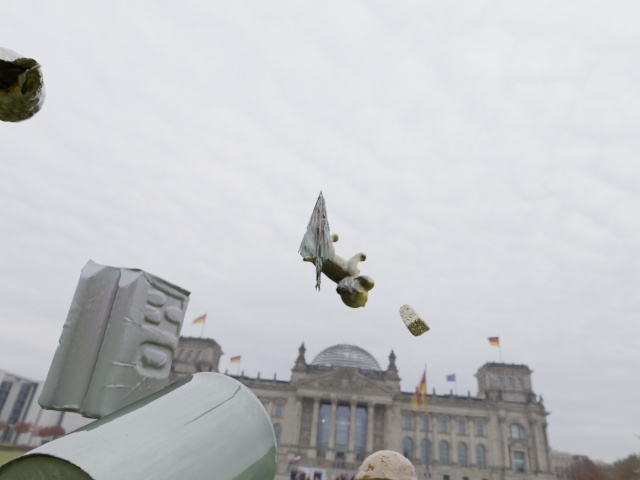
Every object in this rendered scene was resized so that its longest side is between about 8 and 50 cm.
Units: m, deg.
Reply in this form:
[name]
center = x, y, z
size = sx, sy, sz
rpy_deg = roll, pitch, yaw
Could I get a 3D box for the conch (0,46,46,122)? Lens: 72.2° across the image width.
[conch]
center = -0.598, -0.298, 0.826
size = 0.207, 0.130, 0.155
rpy_deg = -1, 4, 40

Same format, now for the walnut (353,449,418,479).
[walnut]
center = 0.162, 0.606, 1.076
size = 0.167, 0.167, 0.207
rpy_deg = 8, -34, -3

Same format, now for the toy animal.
[toy animal]
center = 0.071, 0.093, 1.333
size = 0.233, 0.169, 0.121
rpy_deg = 40, -49, 6

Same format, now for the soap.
[soap]
center = -0.609, 0.315, 1.365
size = 0.213, 0.435, 0.350
rpy_deg = 4, -23, 14

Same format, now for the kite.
[kite]
center = 0.000, 0.000, 1.141
size = 0.013, 0.267, 0.323
rpy_deg = 1, -6, 17

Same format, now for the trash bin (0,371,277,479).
[trash bin]
center = -0.252, 0.379, 0.688
size = 0.281, 0.280, 0.432
rpy_deg = -2, -6, 15

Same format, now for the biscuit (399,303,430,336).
[biscuit]
center = 0.347, 0.299, 1.648
size = 0.070, 0.168, 0.082
rpy_deg = -36, -76, 3
